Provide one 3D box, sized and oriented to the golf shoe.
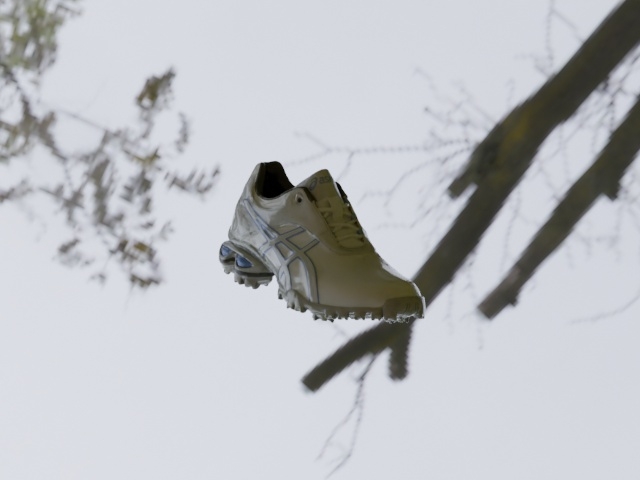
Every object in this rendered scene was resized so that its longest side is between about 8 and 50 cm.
[{"bbox_3d":[0.000,0.000,1.079,0.069,0.176,0.086,-2,-73,-43],"label":"golf shoe"}]
